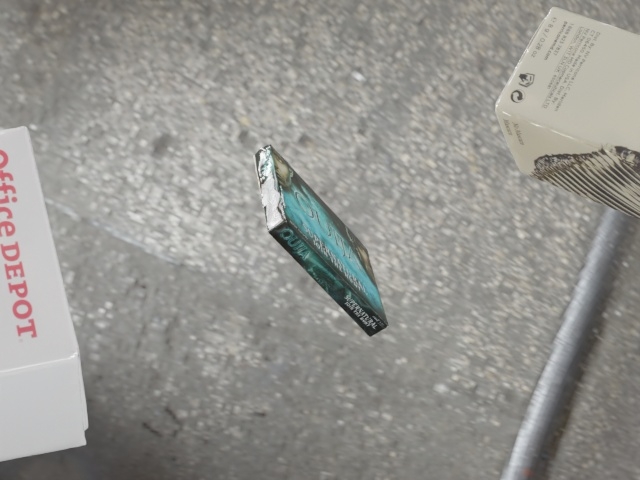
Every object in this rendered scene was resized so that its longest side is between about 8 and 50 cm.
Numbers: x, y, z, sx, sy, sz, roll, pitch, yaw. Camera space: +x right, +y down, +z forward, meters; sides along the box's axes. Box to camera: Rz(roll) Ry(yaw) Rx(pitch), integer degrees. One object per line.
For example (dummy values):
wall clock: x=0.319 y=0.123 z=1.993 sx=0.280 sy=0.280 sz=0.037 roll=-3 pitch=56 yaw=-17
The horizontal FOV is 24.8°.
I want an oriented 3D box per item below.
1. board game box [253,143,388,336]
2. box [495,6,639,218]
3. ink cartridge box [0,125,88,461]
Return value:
board game box: x=0.000 y=0.000 z=1.468 sx=0.026 sy=0.186 sz=0.126 roll=-31 pitch=39 yaw=15
box: x=0.267 y=-0.060 z=1.005 sx=0.275 sy=0.113 sz=0.094 roll=24 pitch=76 yaw=28
ink cartridge box: x=-0.340 y=0.055 z=1.053 sx=0.306 sy=0.131 sz=0.226 roll=-11 pitch=56 yaw=-12
